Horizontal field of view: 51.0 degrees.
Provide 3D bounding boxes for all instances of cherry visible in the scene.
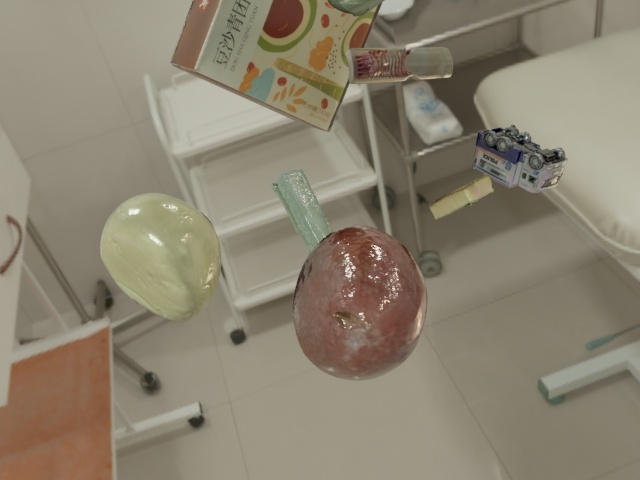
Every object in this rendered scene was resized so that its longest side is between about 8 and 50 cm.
[{"bbox_3d":[0.067,0.108,1.118,0.221,0.261,0.307,11,5,-9],"label":"cherry"}]

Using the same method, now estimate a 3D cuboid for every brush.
[{"bbox_3d":[0.163,-0.321,1.215,0.050,0.060,0.321,1,13,41],"label":"brush"}]

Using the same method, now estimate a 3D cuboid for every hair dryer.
[{"bbox_3d":[0.150,-0.423,1.095,0.266,0.093,0.229,-6,16,-6],"label":"hair dryer"}]

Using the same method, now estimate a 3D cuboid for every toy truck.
[{"bbox_3d":[0.596,-0.234,2.021,0.124,0.156,0.268,-17,38,-32],"label":"toy truck"}]

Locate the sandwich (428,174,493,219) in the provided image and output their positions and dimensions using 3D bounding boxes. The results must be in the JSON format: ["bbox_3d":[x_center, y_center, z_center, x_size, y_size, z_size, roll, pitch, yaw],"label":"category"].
[{"bbox_3d":[0.394,-0.125,1.758,0.162,0.058,0.193,-27,-1,-20],"label":"sandwich"}]

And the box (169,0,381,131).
[{"bbox_3d":[-0.081,-0.465,1.463,0.122,0.385,0.345,29,99,47],"label":"box"}]

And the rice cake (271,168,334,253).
[{"bbox_3d":[0.000,0.000,1.412,0.066,0.063,0.336,-17,71,-35],"label":"rice cake"}]

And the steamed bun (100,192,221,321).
[{"bbox_3d":[-0.384,0.023,1.722,0.334,0.312,0.233,42,51,-2],"label":"steamed bun"}]
